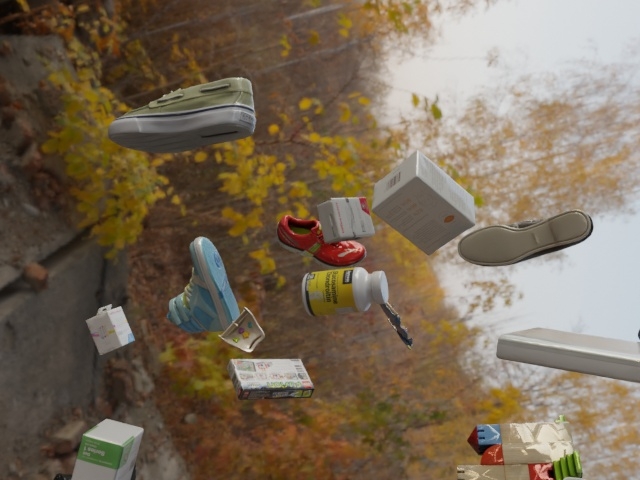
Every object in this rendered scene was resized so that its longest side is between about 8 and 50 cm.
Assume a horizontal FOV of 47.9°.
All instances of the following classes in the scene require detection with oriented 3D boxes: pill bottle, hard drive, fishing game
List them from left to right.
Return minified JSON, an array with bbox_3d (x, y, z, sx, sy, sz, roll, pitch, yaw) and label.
[{"bbox_3d":[0.057,0.115,1.645,0.103,0.184,0.103,-8,90,-73],"label":"pill bottle"},{"bbox_3d":[0.240,0.248,2.260,0.189,0.041,0.264,52,-6,37],"label":"fishing game"},{"bbox_3d":[0.452,0.179,1.097,0.203,0.307,0.040,3,92,-55],"label":"hard drive"}]

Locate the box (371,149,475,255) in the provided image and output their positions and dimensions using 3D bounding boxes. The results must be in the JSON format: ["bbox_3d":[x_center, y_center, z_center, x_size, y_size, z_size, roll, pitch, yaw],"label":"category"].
[{"bbox_3d":[0.209,-0.074,1.461,0.170,0.130,0.091,37,37,-22],"label":"box"}]

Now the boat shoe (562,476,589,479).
[{"bbox_3d":[0.433,0.413,0.982,0.079,0.254,0.095,-64,179,24],"label":"boat shoe"}]

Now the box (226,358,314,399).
[{"bbox_3d":[-0.128,0.357,1.866,0.114,0.207,0.036,58,-46,47],"label":"box"}]

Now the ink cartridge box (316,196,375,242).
[{"bbox_3d":[0.068,-0.056,1.947,0.150,0.063,0.109,-5,80,-47],"label":"ink cartridge box"}]

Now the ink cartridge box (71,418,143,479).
[{"bbox_3d":[-0.456,0.503,1.499,0.160,0.092,0.220,74,31,-87],"label":"ink cartridge box"}]

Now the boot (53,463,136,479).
[{"bbox_3d":[-0.595,0.620,1.890,0.207,0.094,0.247,17,36,-35],"label":"boot"}]

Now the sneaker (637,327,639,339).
[{"bbox_3d":[0.604,0.164,1.221,0.058,0.135,0.052,103,5,-46],"label":"sneaker"}]

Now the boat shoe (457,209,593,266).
[{"bbox_3d":[0.523,0.003,1.836,0.095,0.335,0.112,22,57,-63],"label":"boat shoe"}]

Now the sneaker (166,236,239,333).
[{"bbox_3d":[-0.379,0.149,2.132,0.127,0.208,0.319,-77,154,-64],"label":"sneaker"}]

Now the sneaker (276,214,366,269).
[{"bbox_3d":[0.000,0.000,2.113,0.118,0.278,0.107,97,11,-50],"label":"sneaker"}]

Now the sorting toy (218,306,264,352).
[{"bbox_3d":[-0.158,0.198,1.519,0.075,0.083,0.045,36,-14,29],"label":"sorting toy"}]

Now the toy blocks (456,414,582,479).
[{"bbox_3d":[0.392,0.522,1.463,0.381,0.260,0.191,-83,165,-45],"label":"toy blocks"}]

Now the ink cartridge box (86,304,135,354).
[{"bbox_3d":[-0.694,0.288,2.371,0.143,0.089,0.092,67,14,2],"label":"ink cartridge box"}]

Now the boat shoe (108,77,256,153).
[{"bbox_3d":[-0.243,-0.220,1.280,0.109,0.302,0.094,32,59,-62],"label":"boat shoe"}]
